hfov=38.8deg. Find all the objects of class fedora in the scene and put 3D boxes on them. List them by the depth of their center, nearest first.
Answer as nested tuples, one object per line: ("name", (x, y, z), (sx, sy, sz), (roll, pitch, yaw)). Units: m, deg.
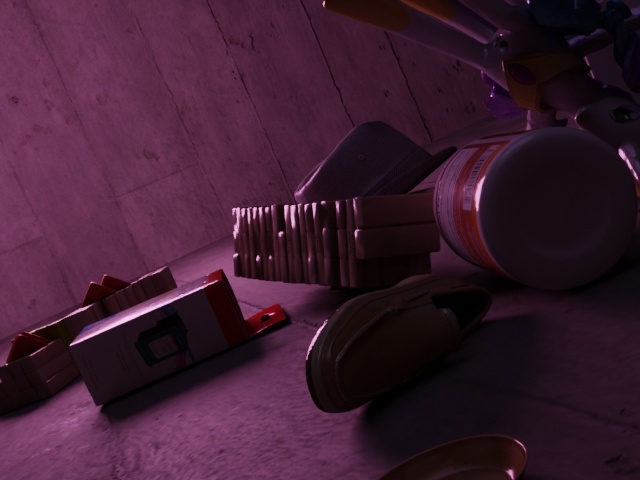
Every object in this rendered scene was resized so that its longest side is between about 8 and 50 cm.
("fedora", (0.063, -0.096, 1.373), (0.275, 0.124, 0.244), (-39, -2, -27))

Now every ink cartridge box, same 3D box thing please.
("ink cartridge box", (-0.162, 0.099, 1.057), (0.231, 0.078, 0.134), (-24, 6, -5))

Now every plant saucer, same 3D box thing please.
("plant saucer", (0.057, 0.115, 0.414), (0.083, 0.015, 0.083), (-23, 7, 3))

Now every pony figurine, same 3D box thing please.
("pony figurine", (0.223, -0.183, 0.910), (0.303, 0.363, 0.351), (-57, -9, 28))

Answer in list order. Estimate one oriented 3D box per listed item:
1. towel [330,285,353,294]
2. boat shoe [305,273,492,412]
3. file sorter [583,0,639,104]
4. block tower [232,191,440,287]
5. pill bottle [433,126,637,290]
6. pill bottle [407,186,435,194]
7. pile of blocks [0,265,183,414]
("towel", (0.054, 0.042, 1.058), (0.083, 0.009, 0.060), (-25, 6, -16))
("boat shoe", (0.063, 0.063, 0.631), (0.072, 0.068, 0.190), (-5, 16, 35))
("file sorter", (0.477, -0.251, 1.153), (0.278, 0.193, 0.173), (-22, 3, 14))
("block tower", (0.000, 0.000, 1.021), (0.097, 0.091, 0.335), (-4, 1, -27))
("pill bottle", (0.163, -0.030, 0.754), (0.121, 0.121, 0.216), (-24, 6, -3))
("pill bottle", (0.156, -0.054, 1.321), (0.043, 0.043, 0.083), (-27, 7, -26))
("pile of blocks", (-0.351, 0.126, 1.359), (0.149, 0.112, 0.362), (-18, 8, 41))
